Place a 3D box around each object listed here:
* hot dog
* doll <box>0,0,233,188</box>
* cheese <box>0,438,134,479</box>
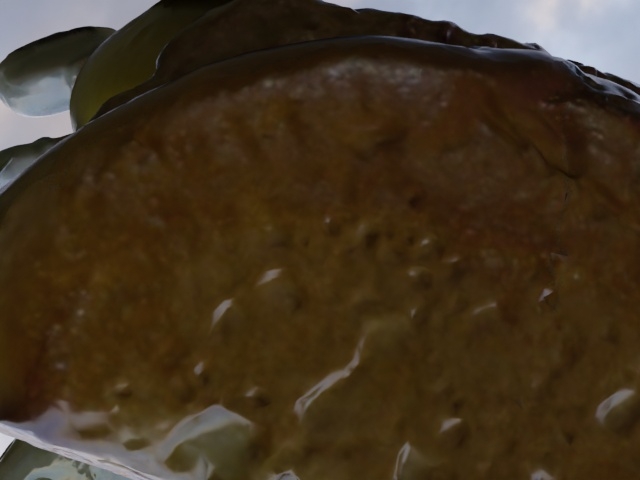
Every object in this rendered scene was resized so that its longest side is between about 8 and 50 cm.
[{"bbox_3d":[0.065,0.028,0.511,0.185,0.405,0.223,112,-2,-74],"label":"hot dog"},{"bbox_3d":[-0.135,-0.121,1.049,0.348,0.161,0.423,-15,-159,8],"label":"doll"},{"bbox_3d":[-0.296,0.388,1.610,0.351,0.328,0.129,-46,-171,12],"label":"cheese"}]
